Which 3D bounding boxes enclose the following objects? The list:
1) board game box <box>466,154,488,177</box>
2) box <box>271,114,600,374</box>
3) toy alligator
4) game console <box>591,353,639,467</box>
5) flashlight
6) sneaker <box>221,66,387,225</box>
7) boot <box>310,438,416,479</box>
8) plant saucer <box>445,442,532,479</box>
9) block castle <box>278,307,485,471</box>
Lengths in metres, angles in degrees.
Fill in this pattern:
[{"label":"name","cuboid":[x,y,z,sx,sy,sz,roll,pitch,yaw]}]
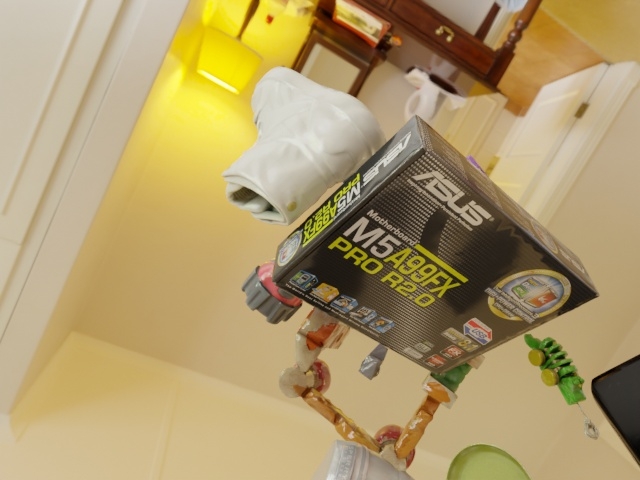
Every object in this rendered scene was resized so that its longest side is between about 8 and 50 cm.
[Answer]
[{"label":"board game box","cuboid":[0.299,-0.039,1.121,0.208,0.346,0.056,58,-174,13]},{"label":"box","cuboid":[0.117,0.032,0.469,0.270,0.216,0.060,33,-143,-24]},{"label":"toy alligator","cuboid":[0.406,0.224,0.722,0.056,0.051,0.190,-1,-135,-21]},{"label":"game console","cuboid":[0.434,0.103,0.363,0.044,0.361,0.213,51,-163,-6]},{"label":"flashlight","cuboid":[0.000,0.000,0.701,0.103,0.304,0.103,47,-164,22]},{"label":"sneaker","cuboid":[-0.066,-0.121,0.551,0.108,0.169,0.292,54,172,-35]},{"label":"boot","cuboid":[0.032,0.280,0.402,0.123,0.258,0.095,24,-135,5]},{"label":"plant saucer","cuboid":[0.415,0.620,1.052,0.037,0.241,0.241,20,-168,-38]},{"label":"block castle","cuboid":[0.155,0.184,0.851,0.303,0.453,0.213,35,176,18]}]
